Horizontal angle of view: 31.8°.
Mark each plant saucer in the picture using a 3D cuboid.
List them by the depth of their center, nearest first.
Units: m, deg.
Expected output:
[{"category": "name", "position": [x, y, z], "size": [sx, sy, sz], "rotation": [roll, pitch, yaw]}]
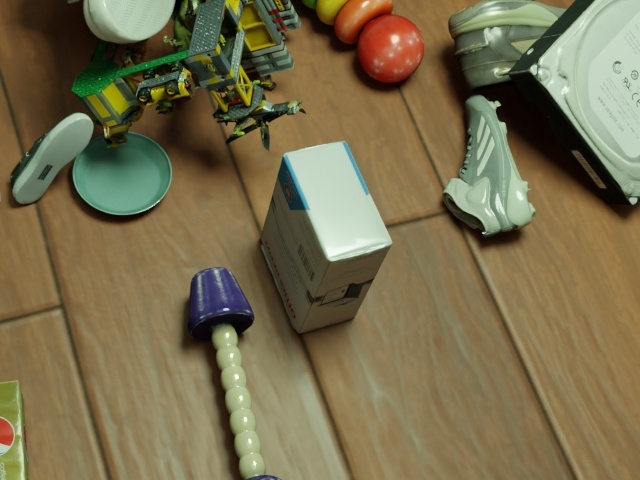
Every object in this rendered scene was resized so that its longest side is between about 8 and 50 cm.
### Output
[{"category": "plant saucer", "position": [-0.242, -0.078, 1.377], "size": [0.119, 0.021, 0.119], "rotation": [4, 62, -7]}]

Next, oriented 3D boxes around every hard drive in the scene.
[{"category": "hard drive", "position": [0.428, -0.243, 1.449], "size": [0.339, 0.064, 0.237], "rotation": [-46, 108, -14]}]

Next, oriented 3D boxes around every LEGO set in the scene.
[{"category": "LEGO set", "position": [-0.150, -0.223, 1.408], "size": [0.255, 0.192, 0.331], "rotation": [-18, 44, 14]}]

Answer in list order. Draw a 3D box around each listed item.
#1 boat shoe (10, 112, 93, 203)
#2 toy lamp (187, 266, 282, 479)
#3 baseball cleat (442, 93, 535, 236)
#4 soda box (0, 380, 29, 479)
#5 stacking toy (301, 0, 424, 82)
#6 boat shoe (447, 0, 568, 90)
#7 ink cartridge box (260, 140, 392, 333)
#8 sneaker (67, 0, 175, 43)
[{"category": "boat shoe", "position": [-0.322, -0.104, 1.325], "size": [0.049, 0.142, 0.040], "rotation": [16, 34, -51]}, {"category": "toy lamp", "position": [-0.093, 0.159, 1.241], "size": [0.080, 0.080, 0.275], "rotation": [-10, 64, -14]}, {"category": "baseball cleat", "position": [0.198, -0.099, 1.432], "size": [0.109, 0.072, 0.206], "rotation": [-16, 56, -1]}, {"category": "soda box", "position": [-0.335, 0.242, 1.168], "size": [0.061, 0.058, 0.181], "rotation": [-6, 63, -12]}, {"category": "stacking toy", "position": [0.017, -0.345, 1.510], "size": [0.141, 0.141, 0.330], "rotation": [-30, 76, -22]}, {"category": "boat shoe", "position": [0.337, -0.243, 1.517], "size": [0.355, 0.132, 0.130], "rotation": [0, 88, -16]}, {"category": "ink cartridge box", "position": [0.000, 0.000, 1.277], "size": [0.082, 0.191, 0.140], "rotation": [-15, 66, -18]}, {"category": "sneaker", "position": [-0.264, -0.305, 1.339], "size": [0.169, 0.108, 0.292], "rotation": [-16, 36, 20]}]
